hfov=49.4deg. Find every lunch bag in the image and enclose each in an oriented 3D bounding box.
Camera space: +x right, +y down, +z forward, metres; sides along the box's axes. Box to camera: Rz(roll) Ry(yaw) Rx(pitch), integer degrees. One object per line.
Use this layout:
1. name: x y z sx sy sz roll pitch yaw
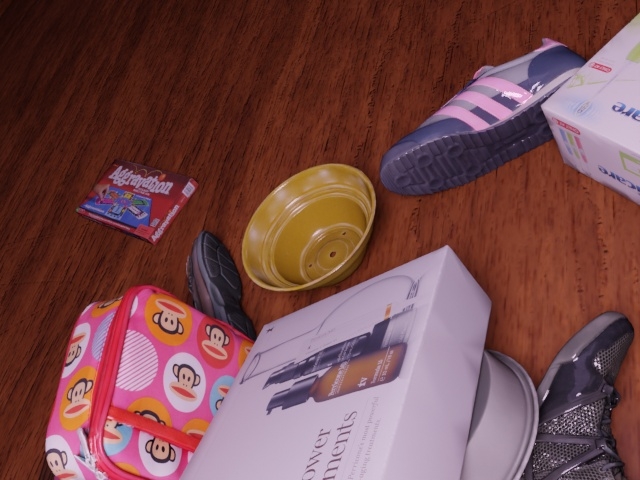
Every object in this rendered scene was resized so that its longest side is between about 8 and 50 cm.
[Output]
1. lunch bag: -0.164 0.216 0.801 0.120 0.293 0.258 -21 49 32

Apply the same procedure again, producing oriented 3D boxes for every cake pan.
1. cake pan: 0.082 0.206 0.723 0.293 0.054 0.293 -35 18 13

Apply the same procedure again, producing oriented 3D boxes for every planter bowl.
1. planter bowl: 0.000 0.000 1.007 0.217 0.090 0.217 -19 48 22

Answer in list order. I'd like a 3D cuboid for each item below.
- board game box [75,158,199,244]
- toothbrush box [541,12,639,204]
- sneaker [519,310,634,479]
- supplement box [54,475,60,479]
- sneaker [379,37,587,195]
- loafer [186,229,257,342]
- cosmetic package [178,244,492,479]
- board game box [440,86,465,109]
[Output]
1. board game box: -0.372 -0.083 1.386 0.281 0.027 0.145 16 65 42
2. toothbrush box: 0.444 -0.180 0.816 0.283 0.122 0.206 -43 43 0
3. sneaker: 0.267 0.183 0.676 0.130 0.087 0.227 28 78 43
4. supplement box: -0.222 0.324 0.828 0.080 0.188 0.104 -28 45 20
5. sneaker: 0.221 -0.174 0.979 0.319 0.112 0.131 -24 50 6
6. loafer: -0.168 0.094 1.053 0.084 0.096 0.267 -37 45 13
7. cosmetic package: 0.001 0.192 0.677 0.284 0.097 0.377 -29 20 35
8. board game box: 0.243 -0.207 1.053 0.090 0.020 0.090 -41 42 -1
